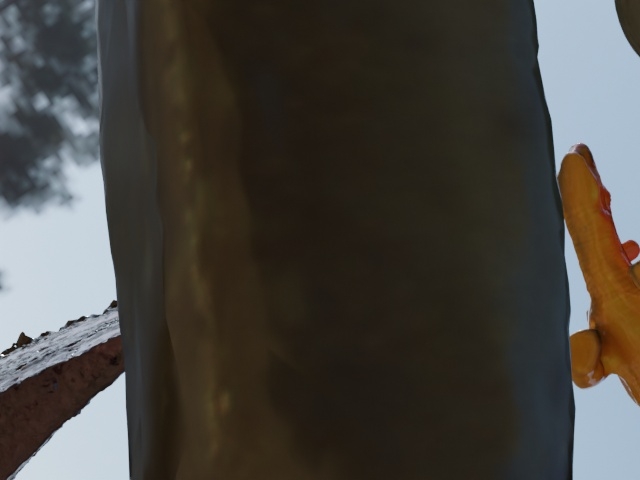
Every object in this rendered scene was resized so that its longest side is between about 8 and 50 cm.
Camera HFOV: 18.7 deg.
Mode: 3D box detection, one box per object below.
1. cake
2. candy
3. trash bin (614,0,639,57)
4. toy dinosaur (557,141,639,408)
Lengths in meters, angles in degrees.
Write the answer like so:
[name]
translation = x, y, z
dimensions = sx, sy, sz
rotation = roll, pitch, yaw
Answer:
[cake]
translation = -0.202, 0.125, 1.212
dimensions = 0.112, 0.295, 0.116
rotation = 54, 17, -10
[candy]
translation = 0.000, 0.000, 0.510
dimensions = 0.102, 0.104, 0.234
rotation = 131, -44, -62
[trash bin]
translation = 0.255, -0.137, 0.704
dimensions = 0.220, 0.250, 0.219
rotation = 19, -71, 54
[toy dinosaur]
translation = 0.169, 0.089, 0.777
dimensions = 0.070, 0.117, 0.288
rotation = -32, -102, 31
